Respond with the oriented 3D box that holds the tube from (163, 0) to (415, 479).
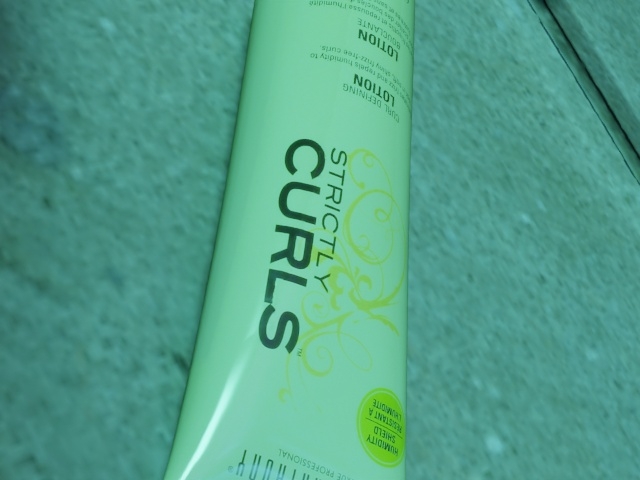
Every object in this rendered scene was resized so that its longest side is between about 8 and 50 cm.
[{"bbox_3d":[0.000,0.000,0.466,0.070,0.062,0.240,2,56,5],"label":"tube"}]
